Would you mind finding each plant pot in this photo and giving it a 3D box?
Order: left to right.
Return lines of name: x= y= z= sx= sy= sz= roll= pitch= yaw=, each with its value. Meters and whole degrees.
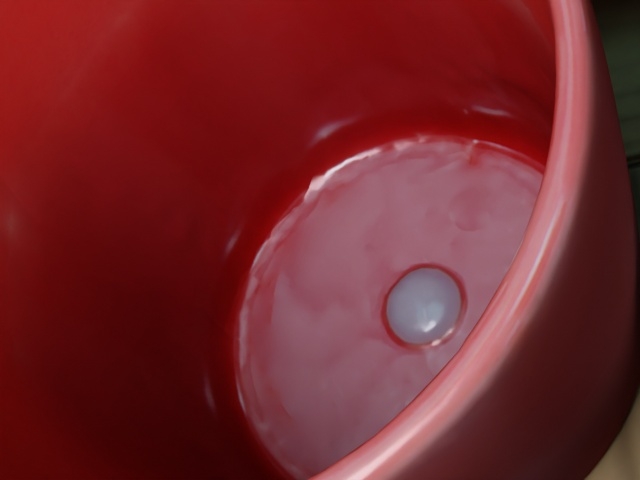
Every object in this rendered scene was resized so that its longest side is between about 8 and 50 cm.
plant pot: x=0.000 y=0.000 z=0.558 sx=0.274 sy=0.243 sz=0.275 roll=-9 pitch=67 yaw=23
